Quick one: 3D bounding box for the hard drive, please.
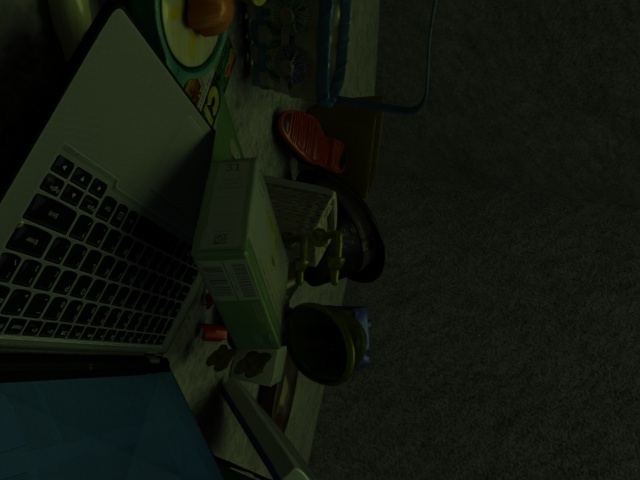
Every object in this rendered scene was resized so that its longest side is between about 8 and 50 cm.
[{"bbox_3d":[-0.056,0.367,0.886,0.210,0.040,0.319,56,-15,-21],"label":"hard drive"}]

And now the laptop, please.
[{"bbox_3d":[-0.108,0.100,0.488,0.407,0.237,0.382,-64,169,-9],"label":"laptop"}]

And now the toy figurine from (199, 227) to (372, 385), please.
[{"bbox_3d":[0.004,0.095,0.751,0.363,0.217,0.191,-11,-106,53],"label":"toy figurine"}]

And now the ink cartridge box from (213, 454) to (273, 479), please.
[{"bbox_3d":[-0.131,0.378,0.846,0.225,0.181,0.056,30,80,-80],"label":"ink cartridge box"}]

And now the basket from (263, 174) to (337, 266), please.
[{"bbox_3d":[-0.064,-0.033,0.941,0.113,0.167,0.103,88,20,-48],"label":"basket"}]

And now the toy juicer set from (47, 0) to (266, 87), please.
[{"bbox_3d":[-0.127,-0.242,0.470,0.209,0.090,0.328,84,24,-53],"label":"toy juicer set"}]

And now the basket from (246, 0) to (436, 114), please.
[{"bbox_3d":[0.033,-0.326,0.836,0.201,0.289,0.254,-78,169,-54],"label":"basket"}]

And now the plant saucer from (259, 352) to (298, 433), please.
[{"bbox_3d":[-0.112,0.407,1.447,0.310,0.050,0.310,9,90,-81],"label":"plant saucer"}]

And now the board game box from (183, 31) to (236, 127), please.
[{"bbox_3d":[-0.159,-0.163,0.631,0.136,0.030,0.259,83,19,-68],"label":"board game box"}]

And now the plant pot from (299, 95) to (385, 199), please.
[{"bbox_3d":[0.052,-0.252,1.378,0.212,0.187,0.212,-66,162,-59],"label":"plant pot"}]

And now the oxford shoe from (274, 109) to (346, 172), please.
[{"bbox_3d":[-0.039,-0.209,1.182,0.271,0.099,0.096,27,71,-61],"label":"oxford shoe"}]

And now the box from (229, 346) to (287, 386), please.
[{"bbox_3d":[-0.120,0.232,1.081,0.101,0.087,0.101,48,51,-79],"label":"box"}]

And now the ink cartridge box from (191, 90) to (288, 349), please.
[{"bbox_3d":[-0.074,-0.026,0.575,0.171,0.056,0.235,79,10,-50],"label":"ink cartridge box"}]

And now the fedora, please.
[{"bbox_3d":[0.000,0.000,1.277,0.153,0.334,0.334,-37,148,-27],"label":"fedora"}]

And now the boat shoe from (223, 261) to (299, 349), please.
[{"bbox_3d":[-0.109,0.109,1.014,0.285,0.103,0.092,-50,153,-66],"label":"boat shoe"}]
